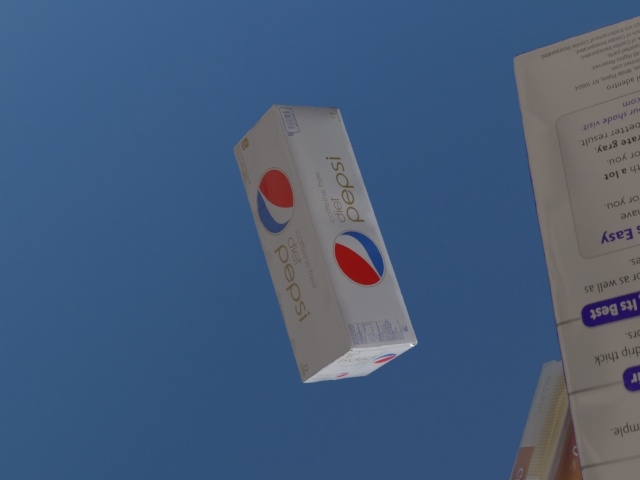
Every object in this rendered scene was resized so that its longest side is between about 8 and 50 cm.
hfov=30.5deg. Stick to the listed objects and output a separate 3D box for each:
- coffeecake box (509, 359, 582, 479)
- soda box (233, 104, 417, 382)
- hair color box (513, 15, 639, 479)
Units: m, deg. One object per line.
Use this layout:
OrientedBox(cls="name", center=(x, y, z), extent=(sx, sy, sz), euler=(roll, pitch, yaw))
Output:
OrientedBox(cls="coffeecake box", center=(0.220, 0.174, 0.762), extent=(0.185, 0.068, 0.142), euler=(22, -104, -7))
OrientedBox(cls="soda box", center=(0.000, 0.000, 0.943), extent=(0.074, 0.069, 0.216), euler=(-40, -120, 46))
OrientedBox(cls="hair color box", center=(0.234, 0.028, 0.674), extent=(0.185, 0.110, 0.339), euler=(-16, -120, 22))
